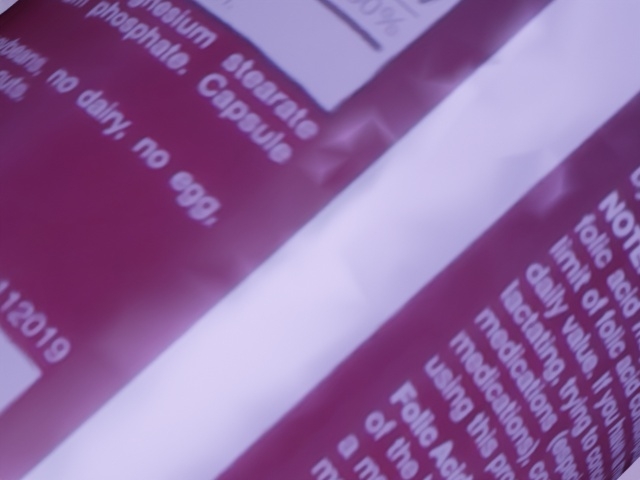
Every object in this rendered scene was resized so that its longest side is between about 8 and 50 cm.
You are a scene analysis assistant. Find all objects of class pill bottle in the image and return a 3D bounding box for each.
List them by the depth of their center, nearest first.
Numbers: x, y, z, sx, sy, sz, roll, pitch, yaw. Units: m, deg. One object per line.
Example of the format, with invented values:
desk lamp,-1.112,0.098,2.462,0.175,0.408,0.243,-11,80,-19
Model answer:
pill bottle,0.000,0.000,0.577,0.392,0.224,0.224,-41,92,-15
